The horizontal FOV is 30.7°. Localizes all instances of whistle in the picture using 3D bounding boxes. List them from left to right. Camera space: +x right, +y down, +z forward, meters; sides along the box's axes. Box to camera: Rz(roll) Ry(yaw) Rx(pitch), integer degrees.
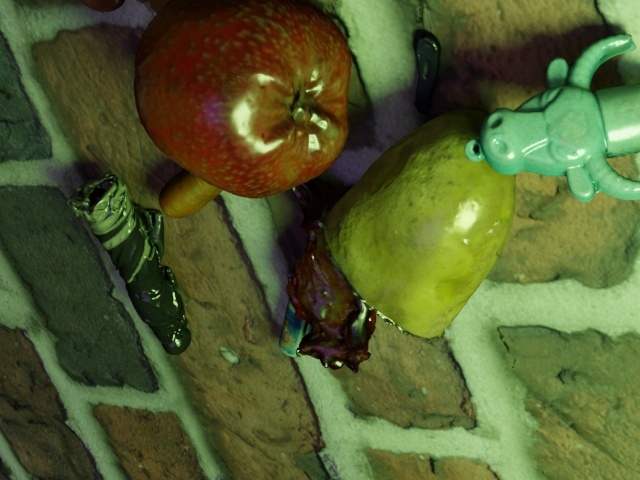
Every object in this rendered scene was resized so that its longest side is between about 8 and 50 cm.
[{"bbox_3d":[0.296,-0.125,1.301,0.273,0.093,0.186,-11,74,9],"label":"whistle"}]

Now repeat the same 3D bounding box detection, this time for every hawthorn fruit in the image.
[{"bbox_3d":[-0.110,-0.198,1.489,0.299,0.275,0.275,20,132,18],"label":"hawthorn fruit"}]

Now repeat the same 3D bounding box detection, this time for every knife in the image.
[{"bbox_3d":[0.132,-0.207,1.475,0.031,0.018,0.121,19,133,15],"label":"knife"}]

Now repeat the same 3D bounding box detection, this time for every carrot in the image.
[{"bbox_3d":[-0.174,-0.093,1.761,0.067,0.067,0.225,50,136,-6],"label":"carrot"}]

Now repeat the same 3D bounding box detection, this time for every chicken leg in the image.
[{"bbox_3d":[0.000,0.000,1.676,0.158,0.096,0.407,-13,104,25],"label":"chicken leg"}]

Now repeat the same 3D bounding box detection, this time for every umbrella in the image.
[{"bbox_3d":[-0.298,0.042,1.956,0.113,0.106,0.358,12,137,42],"label":"umbrella"}]

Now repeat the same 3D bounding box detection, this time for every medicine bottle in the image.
[{"bbox_3d":[-0.027,0.104,1.815,0.051,0.051,0.191,29,134,16],"label":"medicine bottle"}]

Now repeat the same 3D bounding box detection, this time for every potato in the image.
[{"bbox_3d":[0.151,-0.041,1.459,0.229,0.229,0.266,43,127,1],"label":"potato"}]

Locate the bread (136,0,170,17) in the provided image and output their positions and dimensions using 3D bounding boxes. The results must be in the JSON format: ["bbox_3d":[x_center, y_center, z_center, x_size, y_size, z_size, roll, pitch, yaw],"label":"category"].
[{"bbox_3d":[-0.195,-0.341,1.570,0.125,0.082,0.106,44,144,4],"label":"bread"}]

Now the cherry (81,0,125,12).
[{"bbox_3d":[-0.304,-0.380,1.616,0.106,0.086,0.126,42,129,49],"label":"cherry"}]
